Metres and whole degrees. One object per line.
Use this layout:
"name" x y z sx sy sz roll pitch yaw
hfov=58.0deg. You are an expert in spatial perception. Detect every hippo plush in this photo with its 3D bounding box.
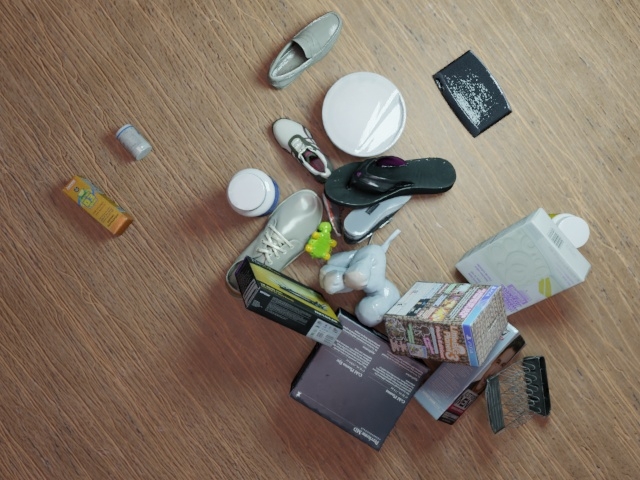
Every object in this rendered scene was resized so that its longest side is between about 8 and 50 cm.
"hippo plush" 0.147 0.148 1.898 0.294 0.234 0.236 -43 113 -38

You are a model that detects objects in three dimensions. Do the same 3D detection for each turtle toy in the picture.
"turtle toy" 0.000 0.000 1.911 0.095 0.066 0.130 26 92 -27

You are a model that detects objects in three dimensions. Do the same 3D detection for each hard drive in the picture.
"hard drive" 0.508 -0.491 1.912 0.172 0.054 0.255 -34 91 2

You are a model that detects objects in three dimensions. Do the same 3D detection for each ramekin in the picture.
"ramekin" 0.140 -0.402 1.889 0.272 0.127 0.273 0 91 2

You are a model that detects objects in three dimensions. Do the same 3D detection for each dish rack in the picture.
"dish rack" 0.636 0.502 1.867 0.271 0.074 0.208 -13 95 -38

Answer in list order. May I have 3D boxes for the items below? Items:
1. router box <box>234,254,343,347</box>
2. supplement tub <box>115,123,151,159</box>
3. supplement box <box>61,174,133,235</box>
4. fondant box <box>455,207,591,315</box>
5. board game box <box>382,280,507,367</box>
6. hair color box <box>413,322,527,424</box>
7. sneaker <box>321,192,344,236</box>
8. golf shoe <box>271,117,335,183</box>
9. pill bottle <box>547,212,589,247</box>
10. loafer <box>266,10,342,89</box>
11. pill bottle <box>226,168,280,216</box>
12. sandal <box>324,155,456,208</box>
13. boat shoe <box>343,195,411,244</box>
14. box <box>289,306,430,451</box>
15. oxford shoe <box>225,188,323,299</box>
"router box" -0.102 0.185 1.781 0.309 0.243 0.081 29 100 -25
"supplement tub" -0.628 -0.331 1.937 0.071 0.071 0.107 -43 91 2
"supplement box" -0.749 -0.118 1.944 0.233 0.080 0.078 40 90 2
"fondant box" 0.626 0.080 1.809 0.238 0.330 0.096 49 49 -1
"board game box" 0.378 0.242 1.745 0.291 0.232 0.141 1 115 40
"hair color box" 0.488 0.416 1.867 0.374 0.185 0.113 -49 56 2
"sneaker" 0.054 -0.092 1.936 0.065 0.061 0.158 -18 93 -7
"golf shoe" -0.053 -0.307 1.902 0.273 0.120 0.105 45 94 1
"pill bottle" 0.766 -0.028 1.845 0.119 0.208 0.119 0 91 1
"loafer" -0.050 -0.627 1.892 0.112 0.111 0.319 43 92 0
"pill bottle" -0.214 -0.150 1.832 0.152 0.272 0.152 0 92 1
"sandal" 0.225 -0.216 1.853 0.445 0.107 0.168 -10 59 -11
"boat shoe" 0.192 -0.094 1.906 0.113 0.105 0.306 38 66 15
"box" 0.123 0.444 1.891 0.343 0.179 0.312 32 91 0
"oxford shoe" -0.152 0.020 1.911 0.169 0.130 0.449 42 91 1
